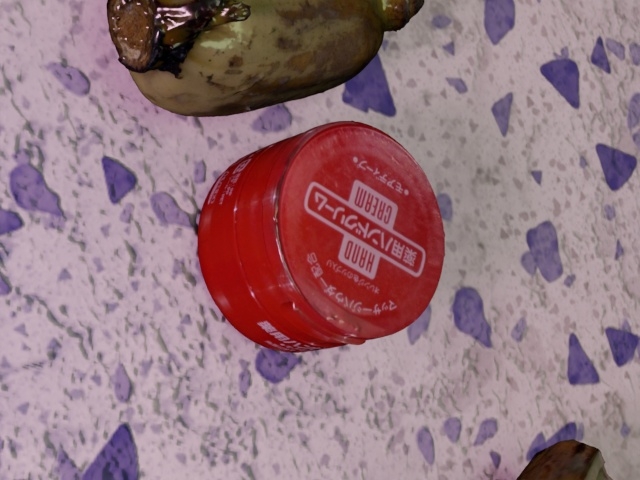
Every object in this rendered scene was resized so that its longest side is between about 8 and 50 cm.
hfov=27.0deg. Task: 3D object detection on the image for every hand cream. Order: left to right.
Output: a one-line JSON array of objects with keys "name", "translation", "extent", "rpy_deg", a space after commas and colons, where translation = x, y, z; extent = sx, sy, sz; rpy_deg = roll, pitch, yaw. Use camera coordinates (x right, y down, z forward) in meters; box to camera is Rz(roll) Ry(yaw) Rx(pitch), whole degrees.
[{"name": "hand cream", "translation": [0.000, 0.000, 1.155], "extent": [0.193, 0.125, 0.193], "rpy_deg": [9, 75, -35]}]

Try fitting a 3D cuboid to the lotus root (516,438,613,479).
[{"name": "lotus root", "translation": [0.248, 0.312, 1.275], "extent": [0.119, 0.138, 0.235], "rpy_deg": [-42, 107, -31]}]

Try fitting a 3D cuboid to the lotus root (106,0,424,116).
[{"name": "lotus root", "translation": [-0.042, -0.195, 1.148], "extent": [0.309, 0.173, 0.173], "rpy_deg": [-12, 88, -39]}]
